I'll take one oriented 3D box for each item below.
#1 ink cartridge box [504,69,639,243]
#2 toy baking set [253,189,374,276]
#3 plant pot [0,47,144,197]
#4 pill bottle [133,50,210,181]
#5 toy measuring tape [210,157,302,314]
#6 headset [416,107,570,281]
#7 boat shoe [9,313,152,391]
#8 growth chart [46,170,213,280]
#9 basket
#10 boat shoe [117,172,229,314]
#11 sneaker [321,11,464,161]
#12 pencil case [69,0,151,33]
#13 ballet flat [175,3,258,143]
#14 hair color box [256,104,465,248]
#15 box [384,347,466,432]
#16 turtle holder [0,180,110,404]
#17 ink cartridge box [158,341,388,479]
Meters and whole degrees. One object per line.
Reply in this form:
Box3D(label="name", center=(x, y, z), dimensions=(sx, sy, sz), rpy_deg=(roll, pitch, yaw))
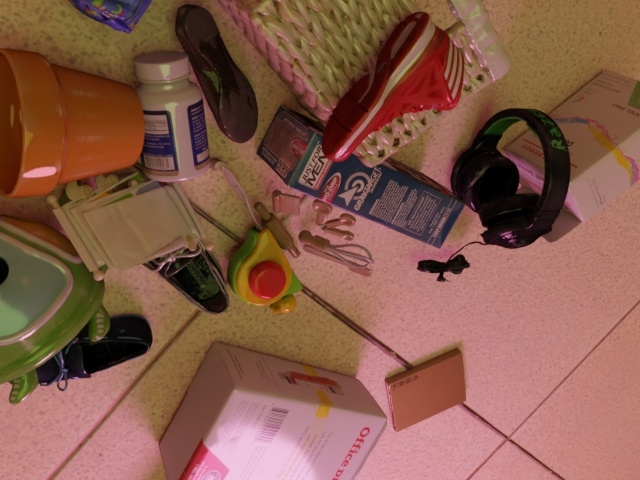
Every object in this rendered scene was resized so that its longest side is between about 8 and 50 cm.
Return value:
Box3D(label="ink cartridge box", center=(0.529, -0.175, 1.410), dimensions=(0.353, 0.207, 0.119), rpy_deg=(-38, 126, -3))
Box3D(label="toy baking set", center=(-0.006, -0.001, 1.282), dimensions=(0.030, 0.197, 0.256), rpy_deg=(-66, 145, -28))
Box3D(label="plant pot", center=(-0.372, -0.169, 1.021), dimensions=(0.188, 0.205, 0.205), rpy_deg=(-6, 119, -39))
Box3D(label="pill bottle", center=(-0.240, -0.198, 1.104), dimensions=(0.112, 0.112, 0.186), rpy_deg=(-12, 120, -19))
Box3D(label="toy measuring tape", center=(-0.143, 0.014, 1.265), dimensions=(0.121, 0.121, 0.330), rpy_deg=(-33, 116, -6))
Box3D(label="headset", center=(0.328, -0.075, 1.365), dimensions=(0.185, 0.243, 0.394), rpy_deg=(-3, 136, -22))
Box3D(label="boat shoe", center=(-0.429, 0.197, 1.234), dimensions=(0.258, 0.089, 0.109), rpy_deg=(-22, 122, -13))
Box3D(label="growth chart", center=(-0.297, -0.034, 1.106), dimensions=(0.237, 0.021, 0.172), rpy_deg=(-20, 81, -42))
Box3D(label="basket", center=(0.045, -0.333, 1.035), dimensions=(0.266, 0.331, 0.328), rpy_deg=(-41, 125, 2))
Box3D(label="boat shoe", center=(-0.259, 0.017, 1.209), dimensions=(0.113, 0.105, 0.306), rpy_deg=(-32, 124, -7))
Box3D(label="sneaker", center=(0.108, -0.174, 0.915), dimensions=(0.128, 0.087, 0.221), rpy_deg=(29, 110, -31))
Box3D(label="pencil case", center=(-0.240, -0.438, 0.970), dimensions=(0.306, 0.133, 0.119), rpy_deg=(-53, 157, 9))
Box3D(label="ballet flat", center=(-0.173, -0.269, 1.139), dimensions=(0.084, 0.058, 0.250), rpy_deg=(-46, 134, -23))
Box3D(label="hair color box", center=(0.076, -0.112, 1.255), dimensions=(0.347, 0.174, 0.105), rpy_deg=(20, 105, -32))
Box3D(label="box", center=(0.257, 0.363, 1.676), dimensions=(0.201, 0.021, 0.164), rpy_deg=(-21, 122, -14))
Box3D(label="turtle holder", center=(-0.453, 0.064, 1.063), dimensions=(0.320, 0.243, 0.227), rpy_deg=(-31, 122, -6))
Box3D(label="ink cartridge box", center=(-0.096, 0.403, 1.450), dimensions=(0.385, 0.160, 0.279), rpy_deg=(21, 106, -31))
